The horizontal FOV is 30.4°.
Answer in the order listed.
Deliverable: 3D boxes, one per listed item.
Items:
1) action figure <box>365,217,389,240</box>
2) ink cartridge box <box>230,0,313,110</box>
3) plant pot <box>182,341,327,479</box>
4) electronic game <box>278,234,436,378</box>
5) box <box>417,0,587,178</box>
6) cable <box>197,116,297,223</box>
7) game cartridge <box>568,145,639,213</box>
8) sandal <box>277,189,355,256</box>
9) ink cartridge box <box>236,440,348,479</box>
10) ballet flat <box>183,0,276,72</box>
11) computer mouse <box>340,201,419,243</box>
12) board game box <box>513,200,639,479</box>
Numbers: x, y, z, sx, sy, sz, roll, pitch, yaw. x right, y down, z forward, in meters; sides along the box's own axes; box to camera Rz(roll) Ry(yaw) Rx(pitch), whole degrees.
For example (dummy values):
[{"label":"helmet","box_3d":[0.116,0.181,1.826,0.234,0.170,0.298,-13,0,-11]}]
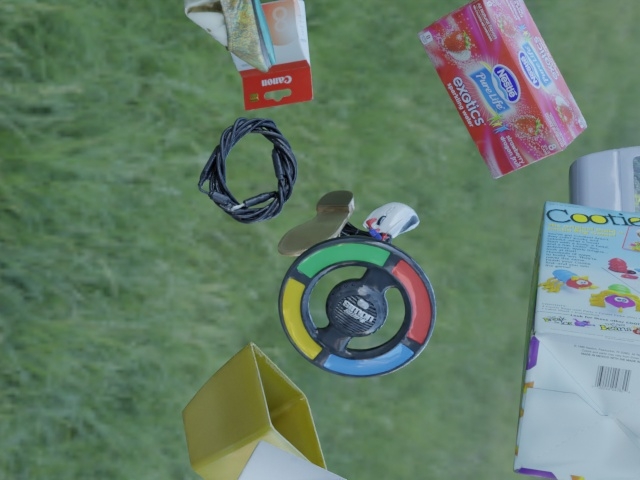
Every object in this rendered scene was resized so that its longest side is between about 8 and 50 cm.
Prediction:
[{"label":"action figure","box_3d":[0.100,0.008,1.917,0.115,0.030,0.038,-104,180,-51]},{"label":"ink cartridge box","box_3d":[-0.093,-0.329,2.086,0.045,0.146,0.179,-2,87,-63]},{"label":"plant pot","box_3d":[-0.133,0.357,2.171,0.212,0.187,0.212,50,14,-41]},{"label":"electronic game","box_3d":[0.052,0.098,1.699,0.048,0.229,0.229,-72,159,-65]},{"label":"box","box_3d":[0.275,-0.241,1.775,0.123,0.128,0.256,-37,101,-51]},{"label":"cable","box_3d":[-0.109,-0.122,1.967,0.184,0.151,0.047,-62,-176,-21]},{"label":"game cartridge","box_3d":[0.468,-0.031,1.506,0.060,0.294,0.196,85,9,-56]},{"label":"sandal","box_3d":[0.006,0.000,1.967,0.240,0.088,0.079,-52,138,-55]},{"label":"ink cartridge box","box_3d":[0.016,0.384,1.413,0.261,0.296,0.066,-56,170,-67]},{"label":"ballet flat","box_3d":[-0.138,-0.349,1.570,0.348,0.123,0.123,79,15,-58]},{"label":"computer mouse","box_3d":[0.112,-0.035,2.077,0.193,0.106,0.042,-29,131,-54]},{"label":"board game box","box_3d":[0.260,0.087,1.072,0.275,0.144,0.142,-63,158,-63]}]
